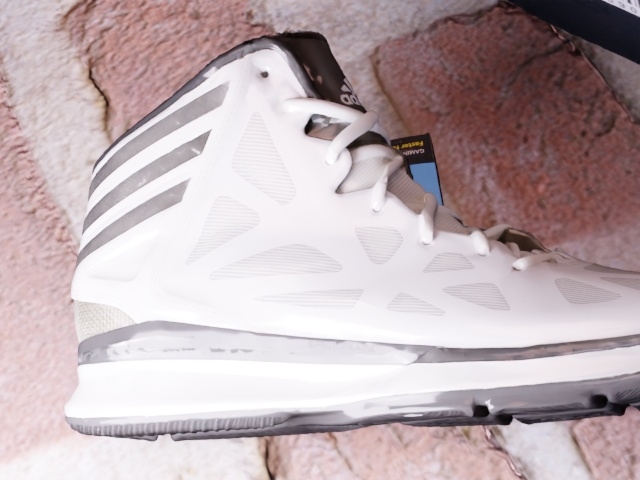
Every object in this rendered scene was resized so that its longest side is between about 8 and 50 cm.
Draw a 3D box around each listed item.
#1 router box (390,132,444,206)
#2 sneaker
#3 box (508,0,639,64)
[{"bbox_3d":[0.000,0.000,1.355,0.179,0.046,0.133,-11,46,5],"label":"router box"},{"bbox_3d":[0.051,-0.014,1.199,0.447,0.169,0.257,-4,82,13],"label":"sneaker"},{"bbox_3d":[0.284,-0.389,1.343,0.480,0.297,0.472,28,78,25],"label":"box"}]
